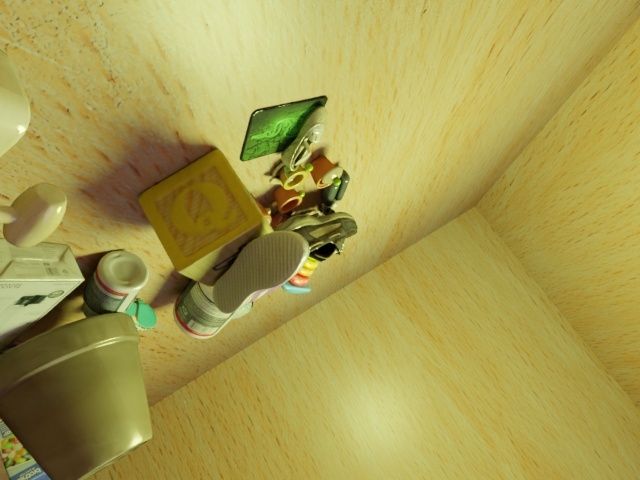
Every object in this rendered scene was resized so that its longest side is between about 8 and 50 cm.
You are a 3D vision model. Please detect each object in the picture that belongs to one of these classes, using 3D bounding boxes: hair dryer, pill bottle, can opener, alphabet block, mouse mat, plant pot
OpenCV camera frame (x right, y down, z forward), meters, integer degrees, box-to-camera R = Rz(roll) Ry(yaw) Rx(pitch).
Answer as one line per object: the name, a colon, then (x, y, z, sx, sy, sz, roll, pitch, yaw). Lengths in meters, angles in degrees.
hair dryer: (-0.109, -0.045, 1.347, 0.223, 0.080, 0.293, -48, 171, -6)
pill bottle: (-0.481, 0.115, 0.981, 0.180, 0.108, 0.108, -44, 161, 33)
can opener: (0.051, -0.122, 1.333, 0.076, 0.095, 0.283, -31, 170, -13)
alphabet block: (-0.222, -0.036, 0.897, 0.193, 0.192, 0.197, -34, 163, -5)
mouse mat: (-0.079, -0.238, 0.914, 0.189, 0.007, 0.153, -24, 162, -31)
plant pot: (-0.519, 0.359, 0.937, 0.323, 0.280, 0.323, -31, 166, -8)
pill bottle: (-0.311, 0.155, 1.297, 0.176, 0.176, 0.318, -14, 155, -50)

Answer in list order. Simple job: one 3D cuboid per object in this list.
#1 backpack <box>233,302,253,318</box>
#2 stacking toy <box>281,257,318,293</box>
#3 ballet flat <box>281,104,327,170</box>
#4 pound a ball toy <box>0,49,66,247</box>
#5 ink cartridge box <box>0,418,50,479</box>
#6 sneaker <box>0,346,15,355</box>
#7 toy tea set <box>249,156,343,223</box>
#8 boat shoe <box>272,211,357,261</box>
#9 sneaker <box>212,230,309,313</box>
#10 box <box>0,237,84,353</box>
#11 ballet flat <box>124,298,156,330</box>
backpack: (-0.334, 0.236, 1.602, 0.152, 0.115, 0.182, -30, 161, -2)
stacking toy: (-0.048, 0.034, 1.547, 0.302, 0.166, 0.175, -51, 148, 16)
ballet flat: (-0.027, -0.222, 0.949, 0.057, 0.052, 0.168, -14, 154, -49)
pound a ball toy: (-0.362, -0.125, 0.335, 0.135, 0.208, 0.319, -36, 163, 11)
ink cartridge box: (-0.875, 0.619, 1.314, 0.185, 0.311, 0.065, -22, 161, -37)
sneaker: (-0.775, 0.318, 1.077, 0.061, 0.065, 0.158, -25, 162, -28)
toy tea set: (-0.086, -0.096, 1.096, 0.336, 0.124, 0.200, -35, 164, 7)
boat shoe: (0.000, 0.000, 1.260, 0.132, 0.130, 0.355, -29, 167, 37)
sneaker: (-0.097, 0.049, 0.892, 0.282, 0.102, 0.161, -32, 172, 38)
box: (-0.610, 0.119, 0.781, 0.290, 0.087, 0.169, -38, 163, 14)
ballet flat: (-0.548, 0.204, 1.198, 0.077, 0.091, 0.241, -3, 159, 4)
